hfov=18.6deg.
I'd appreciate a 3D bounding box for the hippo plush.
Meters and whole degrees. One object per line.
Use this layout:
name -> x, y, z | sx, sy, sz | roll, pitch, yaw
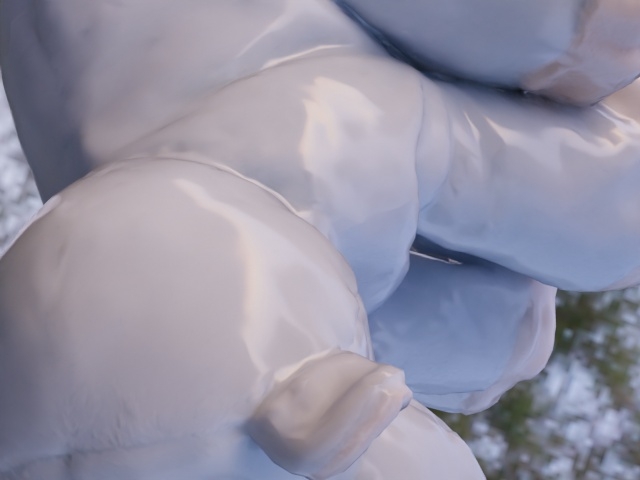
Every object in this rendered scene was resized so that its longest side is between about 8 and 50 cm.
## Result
hippo plush -> 0.000, 0.000, 0.555 | 0.234, 0.294, 0.236 | -16, -144, 13
